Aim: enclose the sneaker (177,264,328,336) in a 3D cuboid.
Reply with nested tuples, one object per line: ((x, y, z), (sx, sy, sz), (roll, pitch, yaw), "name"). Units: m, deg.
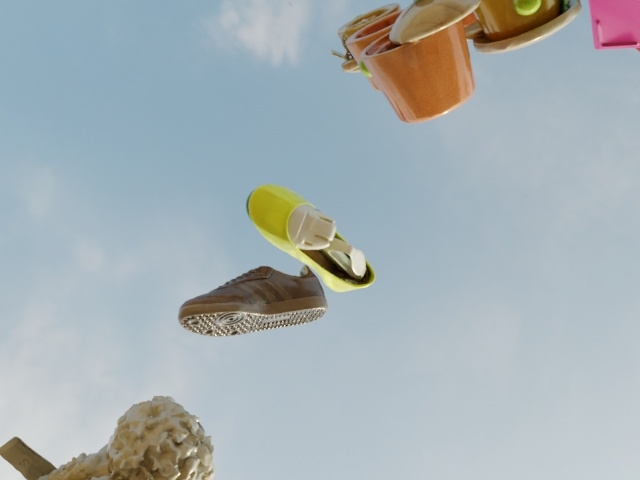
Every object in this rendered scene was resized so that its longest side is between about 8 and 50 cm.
((-0.084, 0.068, 0.815), (0.066, 0.188, 0.071), (-53, -134, 45), "sneaker")

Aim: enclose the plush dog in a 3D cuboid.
((-0.170, 0.266, 0.467), (0.210, 0.225, 0.262), (-2, -77, -13), "plush dog")

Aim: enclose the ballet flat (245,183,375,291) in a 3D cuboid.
((0.000, 0.000, 0.883), (0.077, 0.231, 0.077), (7, -116, 41), "ballet flat")

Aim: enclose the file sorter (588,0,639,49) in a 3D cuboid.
((0.433, -0.337, 0.680), (0.290, 0.202, 0.182), (5, -117, 30), "file sorter")

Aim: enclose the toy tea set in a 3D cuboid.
((0.094, -0.215, 0.574), (0.200, 0.336, 0.124), (-24, -67, 7), "toy tea set")

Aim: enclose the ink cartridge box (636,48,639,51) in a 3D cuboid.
((0.466, -0.254, 0.825), (0.145, 0.179, 0.045), (37, -36, 0), "ink cartridge box")
